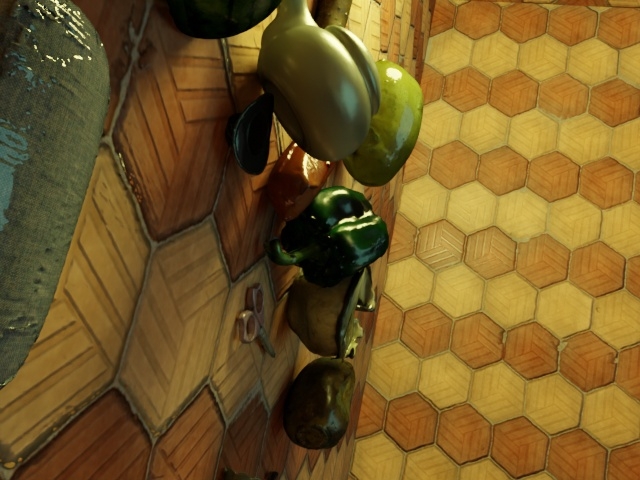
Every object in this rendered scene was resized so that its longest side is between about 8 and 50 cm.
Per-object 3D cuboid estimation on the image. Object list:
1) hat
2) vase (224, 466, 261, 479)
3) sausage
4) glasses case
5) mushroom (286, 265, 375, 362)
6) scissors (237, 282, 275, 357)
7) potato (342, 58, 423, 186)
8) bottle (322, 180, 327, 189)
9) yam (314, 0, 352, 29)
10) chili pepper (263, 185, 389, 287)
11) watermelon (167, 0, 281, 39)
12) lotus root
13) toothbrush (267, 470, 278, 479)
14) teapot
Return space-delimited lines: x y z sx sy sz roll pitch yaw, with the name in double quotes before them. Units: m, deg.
"hat" -0.100 -0.152 0.754 0.121 0.050 0.121 14 90 -74
"vase" -0.151 0.466 0.906 0.081 0.081 0.149 75 31 -58
"sausage" -0.016 -0.153 1.000 0.330 0.102 0.102 -63 157 -50
"glasses case" -0.209 -0.033 0.360 0.109 0.067 0.282 42 60 -70
"mushroom" 0.013 0.128 1.165 0.267 0.164 0.190 -56 148 -53
"scissors" -0.109 0.164 0.982 0.212 0.021 0.110 79 21 -54
"potato" 0.149 -0.288 1.356 0.216 0.215 0.304 24 73 -76
"bottle" -0.016 -0.097 1.122 0.053 0.053 0.140 -16 114 -75
"yam" 0.030 -0.469 1.043 0.071 0.067 0.317 36 63 -70
"chili pepper" 0.000 0.000 1.014 0.261 0.174 0.165 -24 171 -33
"watermelon" -0.084 -0.313 0.568 0.232 0.127 0.204 92 11 -46
"lotus root" -0.002 0.376 1.284 0.275 0.152 0.160 -60 158 -71
"toothbrush" -0.148 0.573 1.054 0.364 0.040 0.041 -48 145 -66
"teapot" -0.014 -0.264 0.761 0.149 0.220 0.318 -34 138 -11
